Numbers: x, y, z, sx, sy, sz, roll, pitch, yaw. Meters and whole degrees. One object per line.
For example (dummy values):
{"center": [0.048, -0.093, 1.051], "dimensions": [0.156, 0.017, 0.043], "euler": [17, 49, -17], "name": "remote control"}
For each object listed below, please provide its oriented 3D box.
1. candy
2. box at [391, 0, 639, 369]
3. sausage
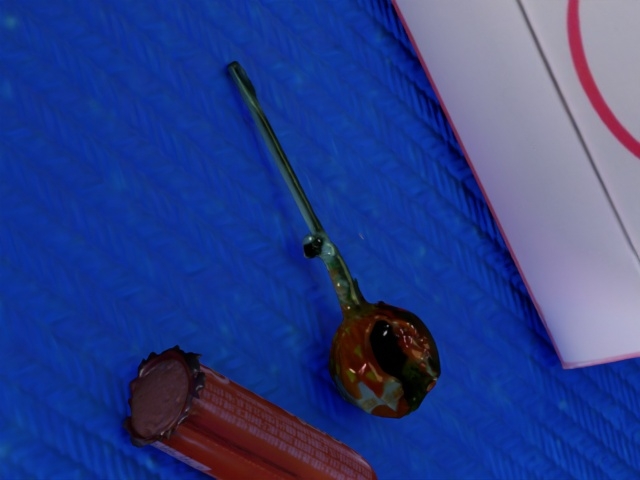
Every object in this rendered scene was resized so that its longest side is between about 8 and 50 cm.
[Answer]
{"center": [0.000, 0.000, 0.904], "dimensions": [0.055, 0.049, 0.185], "euler": [-32, 95, -54], "name": "candy"}
{"center": [0.249, -0.154, 1.009], "dimensions": [0.314, 0.300, 0.312], "euler": [-40, 109, -45], "name": "box"}
{"center": [-0.019, 0.093, 0.846], "dimensions": [0.145, 0.050, 0.048], "euler": [33, 16, -37], "name": "sausage"}
